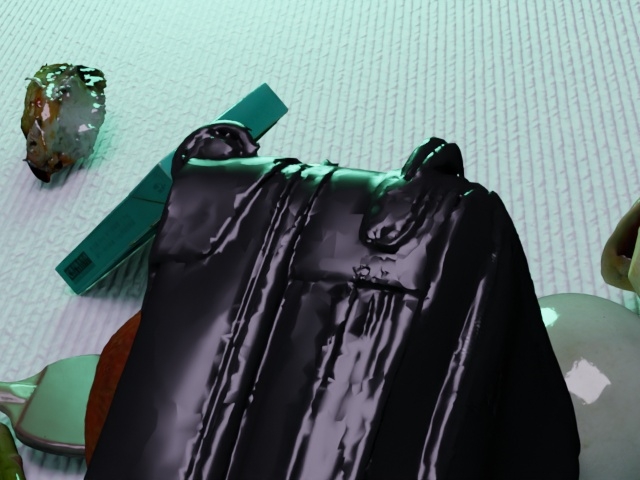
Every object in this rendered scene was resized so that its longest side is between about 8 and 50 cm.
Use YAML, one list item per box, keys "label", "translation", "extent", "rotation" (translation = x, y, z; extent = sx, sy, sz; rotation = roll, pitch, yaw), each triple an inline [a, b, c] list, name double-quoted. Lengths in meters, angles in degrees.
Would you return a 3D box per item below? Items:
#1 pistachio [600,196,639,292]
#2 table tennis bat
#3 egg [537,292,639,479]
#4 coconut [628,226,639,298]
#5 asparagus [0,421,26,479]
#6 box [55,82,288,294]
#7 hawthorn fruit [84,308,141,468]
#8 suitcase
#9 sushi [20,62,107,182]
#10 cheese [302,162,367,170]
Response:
- label: "pistachio"
  translation: [0.338, -0.016, 1.166]
  extent: [0.230, 0.157, 0.157]
  rotation: [-31, 35, -11]
- label: "table tennis bat"
  translation: [-0.216, 0.133, 1.195]
  extent: [0.247, 0.022, 0.138]
  rotation: [4, 28, 9]
- label: "egg"
  translation: [0.178, 0.115, 0.999]
  extent: [0.151, 0.151, 0.209]
  rotation: [-11, 20, 0]
- label: "coconut"
  translation: [0.330, 0.015, 0.995]
  extent: [0.237, 0.197, 0.237]
  rotation: [2, 31, -2]
- label: "asparagus"
  translation: [-0.225, 0.211, 1.091]
  extent: [0.025, 0.024, 0.248]
  rotation: [-54, 32, 11]
- label: "box"
  translation: [-0.140, -0.046, 1.344]
  extent: [0.161, 0.042, 0.226]
  rotation: [-44, 4, -41]
- label: "hawthorn fruit"
  translation: [-0.073, 0.124, 1.052]
  extent: [0.197, 0.196, 0.225]
  rotation: [-11, 6, 0]
- label: "suitcase"
  translation: [0.009, 0.155, 0.747]
  extent: [0.188, 0.345, 0.339]
  rotation: [7, 61, 21]
- label: "sushi"
  translation: [-0.290, -0.154, 1.639]
  extent: [0.103, 0.097, 0.226]
  rotation: [-9, 33, -4]
- label: "cheese"
  translation: [0.000, 0.002, 1.300]
  extent: [0.263, 0.093, 0.159]
  rotation: [8, 33, 31]
